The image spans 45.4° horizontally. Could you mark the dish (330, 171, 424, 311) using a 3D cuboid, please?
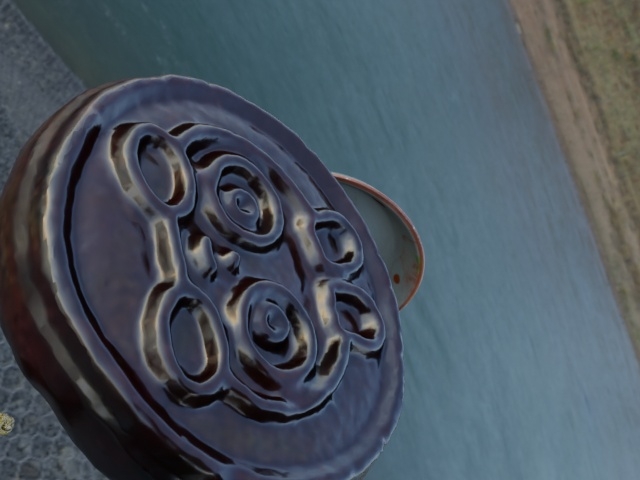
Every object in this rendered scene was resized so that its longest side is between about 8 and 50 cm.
[{"bbox_3d":[0.000,0.000,0.962,0.260,0.260,0.085,55,27,-31],"label":"dish"}]

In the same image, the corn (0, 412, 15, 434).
[{"bbox_3d":[-0.433,0.239,1.019,0.027,0.083,0.028,40,64,-42],"label":"corn"}]

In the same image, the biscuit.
[{"bbox_3d":[-0.070,0.034,0.660,0.407,0.091,0.408,32,41,-33],"label":"biscuit"}]
